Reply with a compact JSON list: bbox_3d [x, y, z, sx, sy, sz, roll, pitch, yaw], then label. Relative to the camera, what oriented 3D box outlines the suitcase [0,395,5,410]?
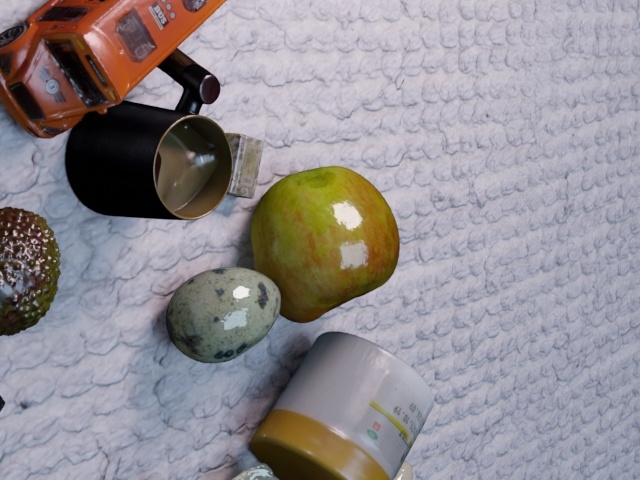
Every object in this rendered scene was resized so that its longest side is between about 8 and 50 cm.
[{"bbox_3d":[-0.526,0.125,1.115,0.229,0.152,0.335,-44,105,-33],"label":"suitcase"}]

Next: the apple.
[{"bbox_3d":[0.000,0.000,1.717,0.246,0.246,0.226,-19,82,-44],"label":"apple"}]

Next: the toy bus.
[{"bbox_3d":[-0.273,-0.275,1.387,0.329,0.153,0.143,-49,130,-29],"label":"toy bus"}]

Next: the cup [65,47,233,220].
[{"bbox_3d":[-0.231,-0.142,1.439,0.166,0.177,0.239,-16,109,-44],"label":"cup"}]

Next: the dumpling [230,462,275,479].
[{"bbox_3d":[-0.136,0.457,1.714,0.155,0.111,0.181,-8,88,-35],"label":"dumpling"}]

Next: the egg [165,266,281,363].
[{"bbox_3d":[-0.145,0.109,1.603,0.182,0.141,0.141,-23,116,-21],"label":"egg"}]

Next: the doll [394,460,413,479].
[{"bbox_3d":[0.083,0.434,1.958,0.149,0.175,0.278,93,11,-72],"label":"doll"}]

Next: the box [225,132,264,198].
[{"bbox_3d":[-0.127,-0.116,1.656,0.062,0.045,0.098,15,85,-48],"label":"box"}]

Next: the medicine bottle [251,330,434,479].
[{"bbox_3d":[0.040,0.309,1.778,0.232,0.238,0.238,-56,133,-25],"label":"medicine bottle"}]

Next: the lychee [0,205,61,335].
[{"bbox_3d":[-0.395,0.036,1.319,0.171,0.171,0.171,-12,106,-46],"label":"lychee"}]
